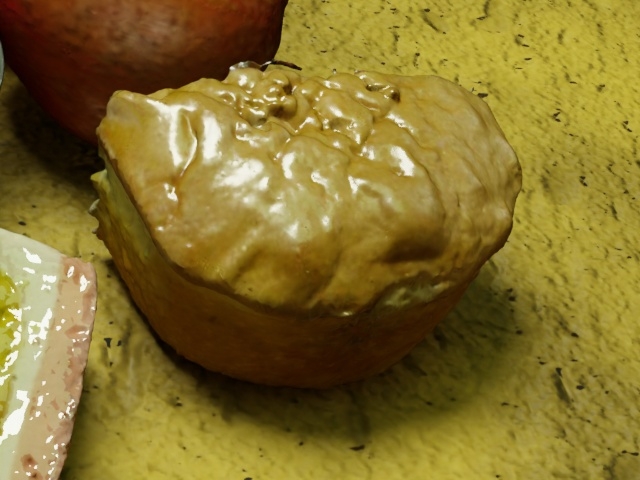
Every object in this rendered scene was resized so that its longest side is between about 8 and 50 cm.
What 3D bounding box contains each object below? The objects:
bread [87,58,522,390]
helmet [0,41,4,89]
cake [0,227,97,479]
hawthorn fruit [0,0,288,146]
[{"bbox_3d":[0.000,0.000,0.822,0.229,0.143,0.139,-5,56,-22],"label":"bread"},{"bbox_3d":[-0.253,-0.057,0.797,0.153,0.107,0.177,38,38,29],"label":"helmet"},{"bbox_3d":[-0.164,0.084,0.688,0.109,0.090,0.225,16,40,-10],"label":"cake"},{"bbox_3d":[-0.125,-0.161,0.876,0.225,0.196,0.196,24,35,-27],"label":"hawthorn fruit"}]
